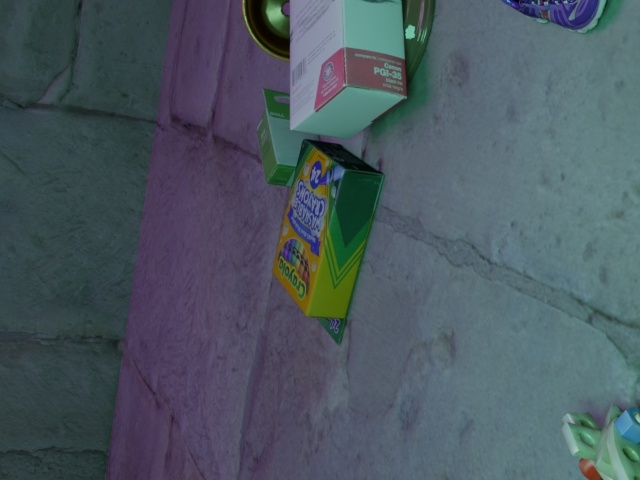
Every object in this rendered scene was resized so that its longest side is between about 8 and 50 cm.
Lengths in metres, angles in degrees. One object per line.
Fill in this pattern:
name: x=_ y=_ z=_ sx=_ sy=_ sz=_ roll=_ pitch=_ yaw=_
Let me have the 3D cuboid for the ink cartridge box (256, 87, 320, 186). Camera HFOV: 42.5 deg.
ink cartridge box: x=-0.064 y=-0.202 z=1.639 sx=0.062 sy=0.109 sz=0.209 roll=-56 pitch=37 yaw=44

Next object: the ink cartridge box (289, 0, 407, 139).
ink cartridge box: x=0.038 y=-0.335 z=1.342 sx=0.207 sy=0.117 sz=0.283 roll=153 pitch=119 yaw=-61

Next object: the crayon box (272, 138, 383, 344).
crayon box: x=0.000 y=0.000 z=1.490 sx=0.203 sy=0.083 sz=0.323 roll=-136 pitch=55 yaw=-60

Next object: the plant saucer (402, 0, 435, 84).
plant saucer: x=0.105 y=-0.370 z=1.397 sx=0.278 sy=0.041 sz=0.278 roll=-173 pitch=90 yaw=-65

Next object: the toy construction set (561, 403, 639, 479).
toy construction set: x=0.317 y=0.144 z=0.689 sx=0.215 sy=0.151 sz=0.328 roll=47 pitch=140 yaw=28

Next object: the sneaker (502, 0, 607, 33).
sneaker: x=0.272 y=-0.286 z=0.976 sx=0.170 sy=0.071 sz=0.068 roll=30 pitch=112 yaw=63

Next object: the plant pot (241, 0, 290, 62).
plant pot: x=-0.053 y=-0.450 z=1.594 sx=0.188 sy=0.205 sz=0.205 roll=-119 pitch=39 yaw=-75
